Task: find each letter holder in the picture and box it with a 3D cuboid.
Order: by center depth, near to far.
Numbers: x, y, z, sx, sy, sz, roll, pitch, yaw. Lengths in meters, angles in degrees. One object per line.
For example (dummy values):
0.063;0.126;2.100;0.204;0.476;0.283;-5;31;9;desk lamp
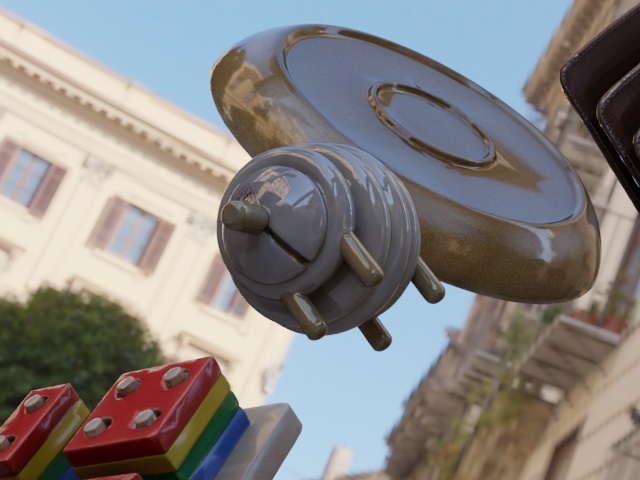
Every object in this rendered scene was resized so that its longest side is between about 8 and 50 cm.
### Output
0.400;-0.162;1.309;0.214;0.302;0.152;58;1;-2;letter holder

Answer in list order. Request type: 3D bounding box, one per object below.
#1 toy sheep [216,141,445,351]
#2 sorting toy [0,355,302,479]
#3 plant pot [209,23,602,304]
0.000;0.000;0.601;0.091;0.091;0.132;12;-6;28;toy sheep
-0.181;0.192;0.988;0.257;0.255;0.089;-13;-63;35;sorting toy
0.054;-0.053;0.761;0.236;0.236;0.032;26;-63;-6;plant pot
